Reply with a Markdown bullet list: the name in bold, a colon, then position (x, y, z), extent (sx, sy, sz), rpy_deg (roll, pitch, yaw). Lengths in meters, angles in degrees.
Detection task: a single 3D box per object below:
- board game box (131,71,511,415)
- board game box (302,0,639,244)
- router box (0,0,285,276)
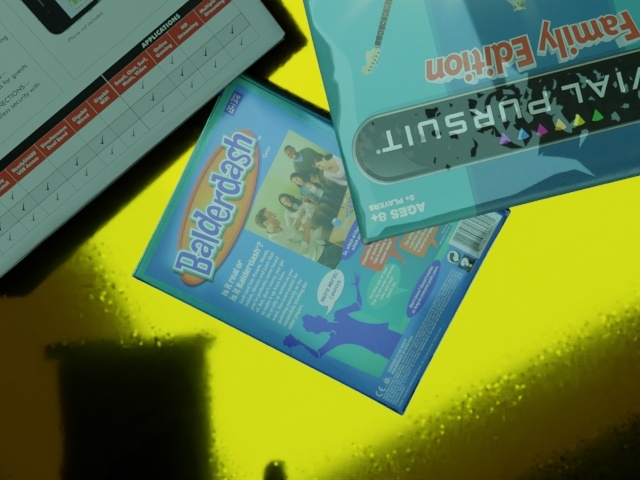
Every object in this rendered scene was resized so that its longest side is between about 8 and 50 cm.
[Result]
- **board game box**: position (0.000, 0.000, 0.845), extent (0.210, 0.047, 0.160), rpy_deg (28, 99, 1)
- **board game box**: position (0.108, -0.190, 0.767), extent (0.254, 0.079, 0.336), rpy_deg (-14, 90, 2)
- **router box**: position (-0.242, -0.139, 0.752), extent (0.335, 0.082, 0.301), rpy_deg (-40, 116, -1)
